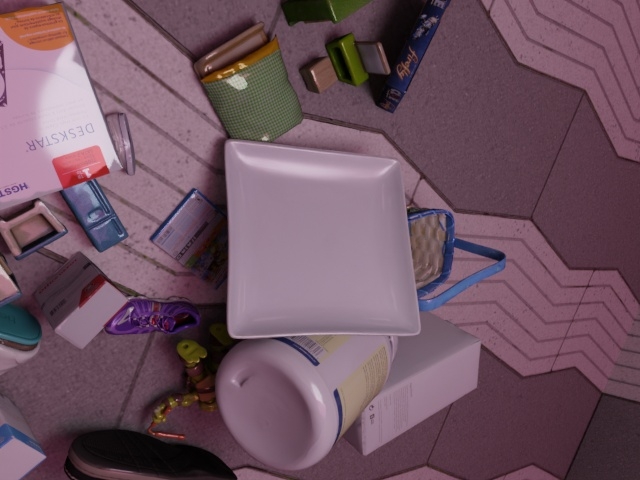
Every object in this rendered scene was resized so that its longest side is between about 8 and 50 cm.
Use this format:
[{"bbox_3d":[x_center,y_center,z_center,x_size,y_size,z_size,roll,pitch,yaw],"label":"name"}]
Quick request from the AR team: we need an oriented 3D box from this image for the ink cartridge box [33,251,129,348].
[{"bbox_3d":[-0.367,0.088,0.838,0.099,0.135,0.056,-47,131,-13],"label":"ink cartridge box"}]

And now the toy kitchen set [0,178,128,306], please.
[{"bbox_3d":[-0.379,0.012,0.780,0.207,0.166,0.122,-35,124,-22],"label":"toy kitchen set"}]

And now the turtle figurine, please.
[{"bbox_3d":[-0.204,0.258,1.049,0.270,0.087,0.217,-13,131,-26],"label":"turtle figurine"}]

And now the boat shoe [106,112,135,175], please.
[{"bbox_3d":[-0.315,-0.150,0.861,0.035,0.035,0.100,-6,117,-6],"label":"boat shoe"}]

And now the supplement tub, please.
[{"bbox_3d":[-0.009,0.236,1.016,0.325,0.236,0.235,-26,123,-56],"label":"supplement tub"}]

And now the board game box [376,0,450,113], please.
[{"bbox_3d":[0.189,-0.384,1.076,0.042,0.165,0.243,26,90,-1],"label":"board game box"}]

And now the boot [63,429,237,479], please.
[{"bbox_3d":[-0.349,0.506,0.990,0.284,0.138,0.377,-56,143,-5],"label":"boot"}]

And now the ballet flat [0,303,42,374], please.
[{"bbox_3d":[-0.568,0.088,0.704,0.400,0.139,0.139,42,80,-39],"label":"ballet flat"}]

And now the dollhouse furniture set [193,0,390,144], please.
[{"bbox_3d":[-0.036,-0.288,0.940,0.302,0.151,0.197,-40,126,-19],"label":"dollhouse furniture set"}]

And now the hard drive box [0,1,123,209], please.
[{"bbox_3d":[-0.402,-0.183,0.744,0.181,0.089,0.232,-27,121,-26],"label":"hard drive box"}]

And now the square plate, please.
[{"bbox_3d":[0.000,0.000,0.967,0.345,0.049,0.346,3,71,-21],"label":"square plate"}]

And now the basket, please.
[{"bbox_3d":[0.197,0.042,1.143,0.255,0.289,0.200,-21,123,-33],"label":"basket"}]

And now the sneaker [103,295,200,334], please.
[{"bbox_3d":[-0.289,0.134,0.954,0.170,0.071,0.068,-4,109,-35],"label":"sneaker"}]

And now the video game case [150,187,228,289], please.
[{"bbox_3d":[-0.211,0.001,1.002,0.119,0.015,0.166,-52,128,-11],"label":"video game case"}]

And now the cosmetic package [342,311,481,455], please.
[{"bbox_3d":[0.183,0.317,1.295,0.366,0.197,0.155,-16,116,-30],"label":"cosmetic package"}]

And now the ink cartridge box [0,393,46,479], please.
[{"bbox_3d":[-0.499,0.292,0.817,0.092,0.143,0.089,-40,143,-19],"label":"ink cartridge box"}]
